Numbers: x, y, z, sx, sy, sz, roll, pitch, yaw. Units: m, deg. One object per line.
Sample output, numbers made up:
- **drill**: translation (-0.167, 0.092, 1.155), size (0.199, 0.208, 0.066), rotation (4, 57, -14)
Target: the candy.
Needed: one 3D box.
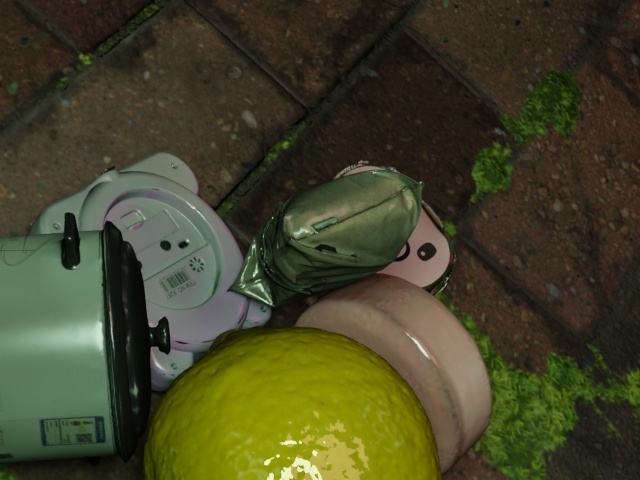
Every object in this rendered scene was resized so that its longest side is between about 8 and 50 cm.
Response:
- **candy**: translation (0.079, 0.164, 1.582), size (0.255, 0.255, 0.094), rotation (50, 49, 6)

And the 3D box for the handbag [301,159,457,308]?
- **handbag**: translation (0.063, 0.019, 1.743), size (0.179, 0.116, 0.205), rotation (-27, 76, -41)

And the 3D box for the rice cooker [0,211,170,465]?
- **rice cooker**: translation (-0.263, 0.103, 1.388), size (0.227, 0.280, 0.241), rotation (-4, 30, -6)

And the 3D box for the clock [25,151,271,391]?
- **clock**: translation (-0.189, 0.034, 1.602), size (0.227, 0.090, 0.248), rotation (-32, 82, -40)

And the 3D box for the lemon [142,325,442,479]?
- **lemon**: translation (-0.026, 0.251, 1.413), size (0.336, 0.336, 0.336), rotation (15, 54, -22)

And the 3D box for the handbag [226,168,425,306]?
- **handbag**: translation (0.000, 0.000, 1.508), size (0.182, 0.270, 0.117), rotation (-25, 85, -18)
